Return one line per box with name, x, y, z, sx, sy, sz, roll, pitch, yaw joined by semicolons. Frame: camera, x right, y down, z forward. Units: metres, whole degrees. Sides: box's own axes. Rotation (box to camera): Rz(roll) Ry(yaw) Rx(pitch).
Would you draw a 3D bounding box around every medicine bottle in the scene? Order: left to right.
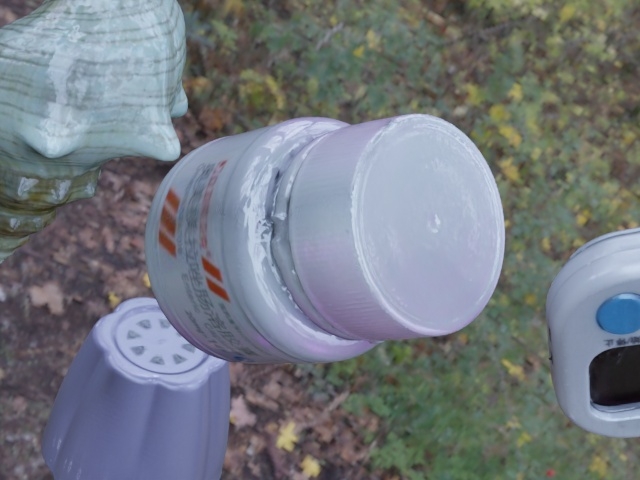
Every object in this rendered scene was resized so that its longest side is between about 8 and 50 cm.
medicine bottle;0.000;0.000;1.145;0.256;0.325;0.256;4;83;-41

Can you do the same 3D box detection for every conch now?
conch;-0.128;-0.079;0.627;0.137;0.234;0.114;34;22;-47

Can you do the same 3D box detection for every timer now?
timer;0.344;0.082;1.055;0.262;0.237;0.087;-9;42;6

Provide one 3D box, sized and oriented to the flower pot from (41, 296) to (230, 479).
flower pot;-0.239;0.223;1.570;0.265;0.243;0.265;15;34;-10
